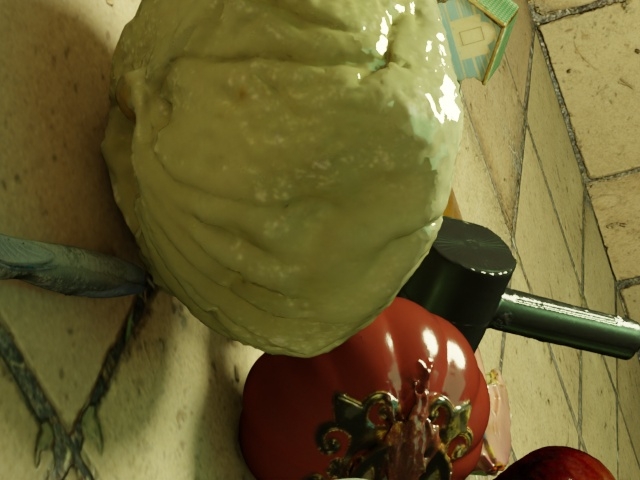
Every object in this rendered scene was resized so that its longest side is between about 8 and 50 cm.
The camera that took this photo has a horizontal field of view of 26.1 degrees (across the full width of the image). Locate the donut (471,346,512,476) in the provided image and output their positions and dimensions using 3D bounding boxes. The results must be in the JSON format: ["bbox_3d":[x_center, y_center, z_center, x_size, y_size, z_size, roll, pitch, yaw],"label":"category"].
[{"bbox_3d":[0.186,0.210,1.804,0.199,0.085,0.233,-85,155,-45],"label":"donut"}]

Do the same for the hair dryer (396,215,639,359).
[{"bbox_3d":[0.217,0.126,1.597,0.116,0.302,0.244,-93,-160,-58],"label":"hair dryer"}]

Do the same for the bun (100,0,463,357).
[{"bbox_3d":[-0.048,-0.093,1.063,0.349,0.227,0.352,-134,-131,-62],"label":"bun"}]

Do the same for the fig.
[{"bbox_3d":[0.284,0.371,1.740,0.235,0.235,0.214,36,36,-63],"label":"fig"}]

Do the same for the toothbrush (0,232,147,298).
[{"bbox_3d":[-0.208,0.011,0.893,0.413,0.042,0.035,18,61,-71],"label":"toothbrush"}]

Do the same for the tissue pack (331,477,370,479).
[{"bbox_3d":[-0.027,0.331,0.898,0.333,0.229,0.236,-55,127,-65],"label":"tissue pack"}]

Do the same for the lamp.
[{"bbox_3d":[0.040,0.159,1.212,0.227,0.227,0.227,-13,90,-71],"label":"lamp"}]

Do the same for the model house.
[{"bbox_3d":[0.163,-0.272,1.867,0.178,0.206,0.271,-47,123,-68],"label":"model house"}]

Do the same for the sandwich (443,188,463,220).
[{"bbox_3d":[0.124,-0.004,1.736,0.186,0.108,0.220,56,27,-46],"label":"sandwich"}]
